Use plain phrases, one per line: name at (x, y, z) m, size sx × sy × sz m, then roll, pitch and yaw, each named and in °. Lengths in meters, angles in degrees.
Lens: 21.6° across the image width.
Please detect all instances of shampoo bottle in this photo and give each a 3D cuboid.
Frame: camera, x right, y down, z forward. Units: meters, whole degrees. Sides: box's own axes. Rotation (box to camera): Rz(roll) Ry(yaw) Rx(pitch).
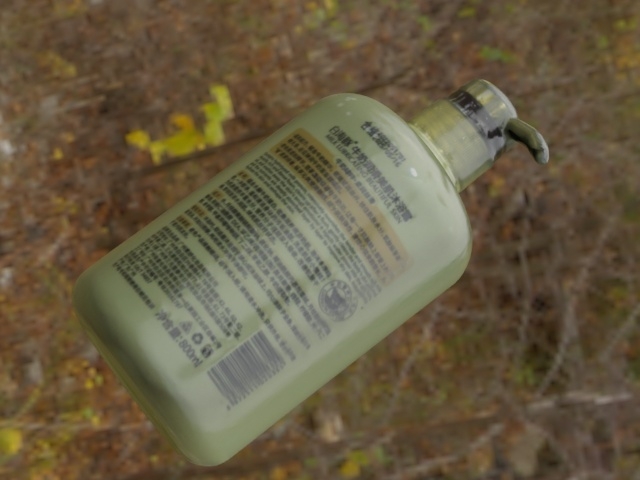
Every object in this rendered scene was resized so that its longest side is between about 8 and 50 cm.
shampoo bottle at (0.000, 0.000, 0.564) m, size 0.079 × 0.162 × 0.079 m, roll 50°, pitch -12°, yaw 14°
